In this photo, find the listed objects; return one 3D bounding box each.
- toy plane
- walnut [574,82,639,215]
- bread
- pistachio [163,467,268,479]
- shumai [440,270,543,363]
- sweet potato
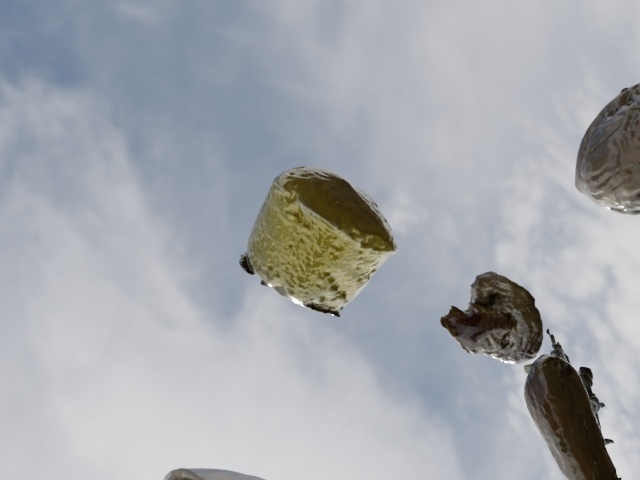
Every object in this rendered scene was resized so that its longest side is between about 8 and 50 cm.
[{"bbox_3d":[0.372,0.252,1.827,0.262,0.088,0.192,58,-162,-26],"label":"toy plane"},{"bbox_3d":[0.427,-0.117,1.623,0.178,0.230,0.178,49,-155,-33],"label":"walnut"},{"bbox_3d":[-0.001,-0.004,1.674,0.197,0.170,0.197,28,-161,-11],"label":"bread"},{"bbox_3d":[-0.100,0.349,1.343,0.229,0.321,0.238,-42,-99,-18],"label":"pistachio"},{"bbox_3d":[0.252,0.125,1.824,0.105,0.123,0.139,-54,-54,-20],"label":"shumai"},{"bbox_3d":[0.321,0.265,1.551,0.075,0.075,0.273,-8,-109,-54],"label":"sweet potato"}]
